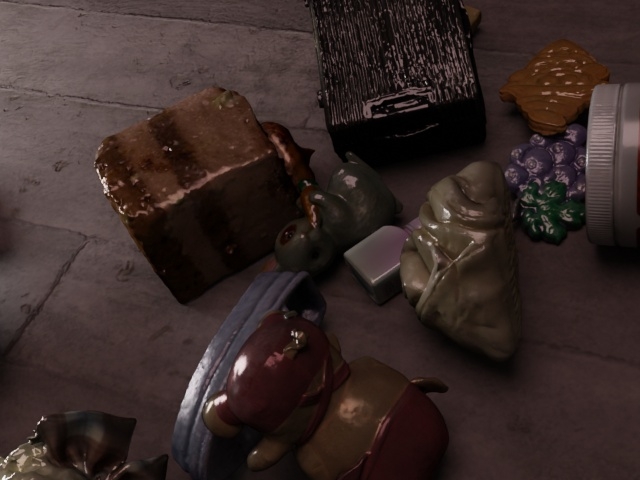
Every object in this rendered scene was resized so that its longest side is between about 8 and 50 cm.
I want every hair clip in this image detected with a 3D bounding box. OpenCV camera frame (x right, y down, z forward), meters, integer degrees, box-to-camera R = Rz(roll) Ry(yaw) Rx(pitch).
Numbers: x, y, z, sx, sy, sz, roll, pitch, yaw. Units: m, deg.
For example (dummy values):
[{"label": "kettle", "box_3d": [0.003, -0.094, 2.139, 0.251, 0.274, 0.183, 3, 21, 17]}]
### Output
[{"label": "hair clip", "box_3d": [0.307, -0.079, 1.281, 0.124, 0.052, 0.195, 3, 60, 14]}]

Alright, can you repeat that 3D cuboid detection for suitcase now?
[{"label": "suitcase", "box_3d": [0.108, -0.286, 1.402, 0.230, 0.152, 0.335, -12, 67, 10]}]

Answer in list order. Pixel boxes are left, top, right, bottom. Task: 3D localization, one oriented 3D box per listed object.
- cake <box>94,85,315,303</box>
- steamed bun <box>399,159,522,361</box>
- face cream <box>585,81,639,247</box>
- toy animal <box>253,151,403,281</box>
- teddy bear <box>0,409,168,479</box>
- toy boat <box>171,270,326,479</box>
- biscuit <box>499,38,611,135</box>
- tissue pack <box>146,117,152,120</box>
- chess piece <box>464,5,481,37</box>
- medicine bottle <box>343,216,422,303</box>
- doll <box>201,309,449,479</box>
[{"label": "cake", "box_3d": [-0.141, -0.082, 1.334, 0.293, 0.198, 0.196, -29, 46, -7]}, {"label": "steamed bun", "box_3d": [0.163, 0.025, 1.140, 0.144, 0.218, 0.211, -7, 24, 15]}, {"label": "face cream", "box_3d": [0.422, -0.090, 1.139, 0.187, 0.201, 0.201, 3, 53, 20]}, {"label": "toy animal", "box_3d": [0.004, -0.007, 1.278, 0.138, 0.108, 0.236, 34, 70, 4]}, {"label": "teddy bear", "box_3d": [-0.332, 0.381, 0.942, 0.362, 0.327, 0.375, -39, 12, 10]}, {"label": "toy boat", "box_3d": [-0.087, 0.165, 1.152, 0.078, 0.127, 0.283, 15, 60, 29]}, {"label": "biscuit", "box_3d": [0.340, -0.228, 1.363, 0.162, 0.035, 0.250, 1, 38, 16]}, {"label": "tissue pack", "box_3d": [-0.258, -0.145, 1.512, 0.074, 0.058, 0.094, 7, 54, 27]}, {"label": "chess piece", "box_3d": [0.162, -0.364, 1.544, 0.200, 0.090, 0.090, 27, 64, 26]}, {"label": "medicine bottle", "box_3d": [0.099, 0.020, 1.256, 0.118, 0.055, 0.074, -35, 49, -10]}, {"label": "doll", "box_3d": [0.013, 0.196, 1.050, 0.256, 0.152, 0.196, 33, 97, -4]}]
